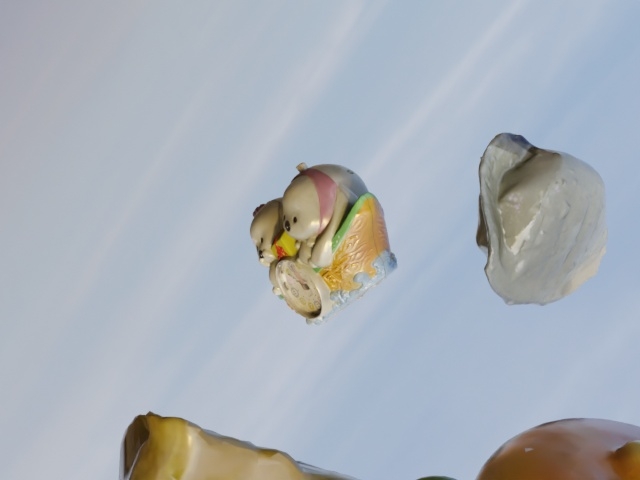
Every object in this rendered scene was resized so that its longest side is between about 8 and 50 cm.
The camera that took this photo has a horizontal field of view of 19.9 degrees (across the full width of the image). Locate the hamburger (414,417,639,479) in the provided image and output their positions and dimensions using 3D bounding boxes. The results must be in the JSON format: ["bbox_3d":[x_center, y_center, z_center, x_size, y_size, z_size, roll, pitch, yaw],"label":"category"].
[{"bbox_3d":[0.157,0.282,0.931,0.277,0.396,0.396,-43,-160,29],"label":"hamburger"}]

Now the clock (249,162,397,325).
[{"bbox_3d":[0.000,0.000,1.848,0.103,0.144,0.231,-35,177,-33],"label":"clock"}]

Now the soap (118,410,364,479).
[{"bbox_3d":[-0.036,0.210,0.644,0.259,0.143,0.281,93,12,-82],"label":"soap"}]

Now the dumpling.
[{"bbox_3d":[0.184,-0.011,1.603,0.150,0.092,0.176,-56,153,-19],"label":"dumpling"}]
